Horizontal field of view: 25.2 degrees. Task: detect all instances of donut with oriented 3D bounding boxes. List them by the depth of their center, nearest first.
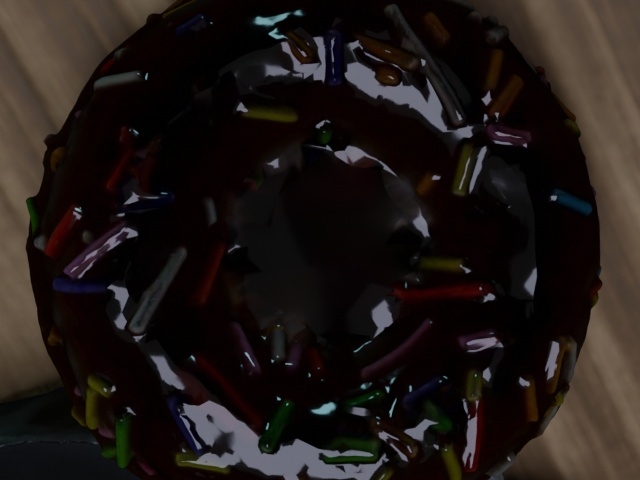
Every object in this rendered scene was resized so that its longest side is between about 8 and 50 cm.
[{"bbox_3d":[0.000,0.000,0.545,0.235,0.089,0.235,0,87,-3],"label":"donut"}]

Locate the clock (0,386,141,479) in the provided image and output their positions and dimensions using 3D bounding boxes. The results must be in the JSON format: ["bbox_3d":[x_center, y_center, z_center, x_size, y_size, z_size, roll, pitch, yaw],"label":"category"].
[{"bbox_3d":[-0.080,0.219,0.672,0.325,0.067,0.325,6,113,15],"label":"clock"}]

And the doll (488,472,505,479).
[{"bbox_3d":[0.086,0.152,0.666,0.227,0.075,0.102,46,127,-5],"label":"doll"}]
